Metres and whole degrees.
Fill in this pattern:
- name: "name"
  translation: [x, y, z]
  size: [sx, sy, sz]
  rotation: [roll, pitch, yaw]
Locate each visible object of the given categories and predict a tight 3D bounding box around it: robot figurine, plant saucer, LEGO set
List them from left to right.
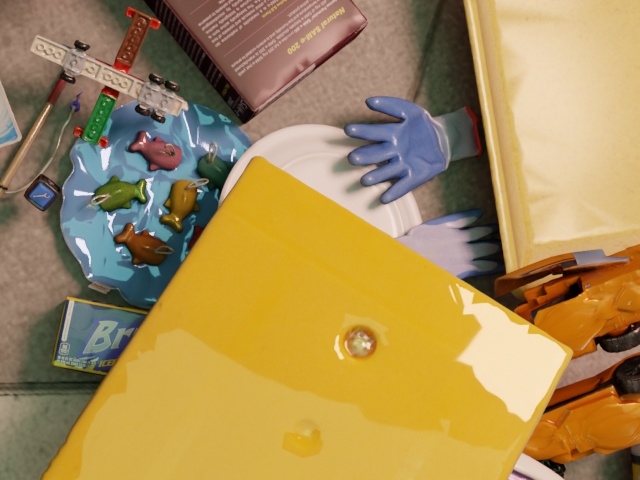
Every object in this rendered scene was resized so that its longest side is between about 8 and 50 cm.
- name: "LEGO set"
  translation: [-0.215, -0.152, 0.891]
  size: [0.183, 0.060, 0.244]
  rotation: [-19, 107, -5]
- name: "robot figurine"
  translation: [0.174, 0.115, 0.940]
  size: [0.291, 0.085, 0.211]
  rotation: [-22, 106, 15]
- name: "plant saucer"
  translation: [0.288, -0.129, 1.039]
  size: [0.333, 0.081, 0.332]
  rotation: [-8, 88, -13]

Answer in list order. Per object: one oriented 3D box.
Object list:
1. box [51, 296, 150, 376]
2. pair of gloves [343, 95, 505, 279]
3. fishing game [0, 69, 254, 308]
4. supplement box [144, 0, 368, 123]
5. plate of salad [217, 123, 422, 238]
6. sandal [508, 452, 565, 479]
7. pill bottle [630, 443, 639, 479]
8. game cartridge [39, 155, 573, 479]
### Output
- name: "box"
  translation: [-0.132, 0.090, 0.941]
  size: [0.169, 0.054, 0.059]
  rotation: [12, 83, -11]
- name: "pair of gloves"
  translation: [0.096, -0.033, 0.989]
  size: [0.159, 0.023, 0.198]
  rotation: [-12, 86, -36]
- name: "fishing game"
  translation: [-0.130, -0.033, 0.959]
  size: [0.264, 0.041, 0.189]
  rotation: [29, 77, -10]
- name: "supplement box"
  translation: [-0.087, -0.234, 0.967]
  size: [0.130, 0.073, 0.239]
  rotation: [-39, 93, -11]
- name: "plate of salad"
  translation: [0.000, 0.000, 0.968]
  size: [0.200, 0.048, 0.199]
  rotation: [6, 76, -27]
- name: "sandal"
  translation: [0.006, 0.222, 0.903]
  size: [0.416, 0.102, 0.169]
  rotation: [13, 123, -1]
- name: "pill bottle"
  translation: [0.334, 0.265, 1.005]
  size: [0.103, 0.103, 0.184]
  rotation: [-3, 86, -13]
- name: "game cartridge"
  translation: [-0.014, 0.142, 0.820]
  size: [0.285, 0.052, 0.323]
  rotation: [32, 75, 1]
